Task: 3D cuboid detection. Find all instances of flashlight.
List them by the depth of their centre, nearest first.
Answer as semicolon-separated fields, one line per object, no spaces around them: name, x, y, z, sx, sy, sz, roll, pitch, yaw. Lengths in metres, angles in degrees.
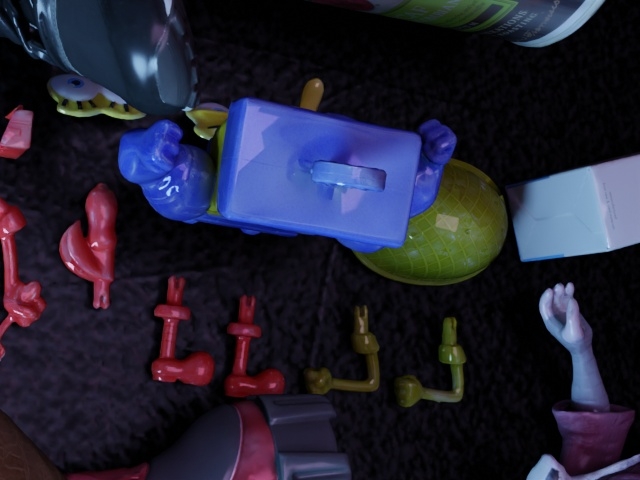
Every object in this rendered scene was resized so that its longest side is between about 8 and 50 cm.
flashlight;-0.138;0.145;0.669;0.304;0.103;0.103;0;115;-20

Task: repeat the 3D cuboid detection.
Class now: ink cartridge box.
ink cartridge box;0.241;-0.036;0.851;0.181;0.104;0.061;-13;91;-26

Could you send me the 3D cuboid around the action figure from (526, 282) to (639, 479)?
action figure;0.272;0.187;0.839;0.370;0.248;0.275;-12;133;-13

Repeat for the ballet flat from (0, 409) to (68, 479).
ballet flat;-0.133;0.221;0.567;0.124;0.116;0.342;11;118;13

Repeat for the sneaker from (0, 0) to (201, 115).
sneaker;-0.165;-0.133;0.615;0.124;0.283;0.107;-25;135;-20

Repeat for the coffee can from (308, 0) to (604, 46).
coffee can;0.037;-0.242;0.725;0.275;0.201;0.201;6;82;-24

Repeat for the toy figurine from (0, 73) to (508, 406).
toy figurine;0.000;0.000;0.676;0.363;0.217;0.191;12;80;-23
